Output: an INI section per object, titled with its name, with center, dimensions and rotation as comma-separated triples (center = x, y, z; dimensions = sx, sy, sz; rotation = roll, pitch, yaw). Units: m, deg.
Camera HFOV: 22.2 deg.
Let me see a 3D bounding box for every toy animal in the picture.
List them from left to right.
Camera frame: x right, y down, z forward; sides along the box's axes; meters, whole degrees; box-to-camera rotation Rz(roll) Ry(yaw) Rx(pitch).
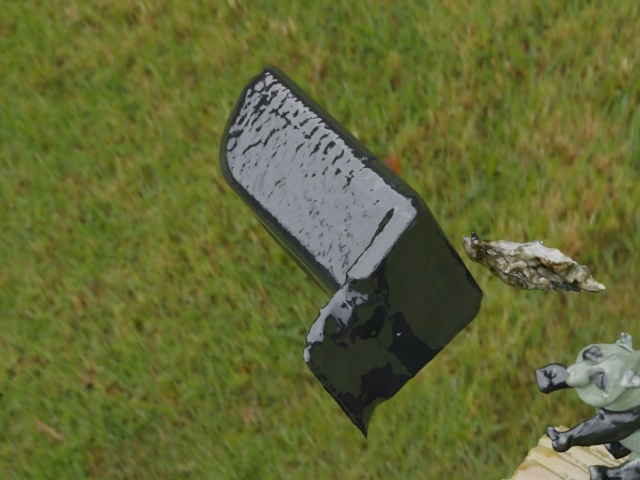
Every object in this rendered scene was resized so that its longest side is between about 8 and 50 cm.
[toy animal]
center = 0.266, 0.147, 1.408
dimensions = 0.121, 0.225, 0.094
rotation = -26, 47, 23

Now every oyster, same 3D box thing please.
[oyster]
center = 0.204, 0.024, 1.634
dimensions = 0.148, 0.103, 0.051
rotation = 29, 100, 46

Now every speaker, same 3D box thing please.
[speaker]
center = 0.000, 0.000, 1.658
dimensions = 0.184, 0.180, 0.388
rotation = -39, 40, -3

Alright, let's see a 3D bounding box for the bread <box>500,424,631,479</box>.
[bread]
center = 0.250, 0.316, 1.579
dimensions = 0.149, 0.274, 0.274
rotation = 11, 65, 46
